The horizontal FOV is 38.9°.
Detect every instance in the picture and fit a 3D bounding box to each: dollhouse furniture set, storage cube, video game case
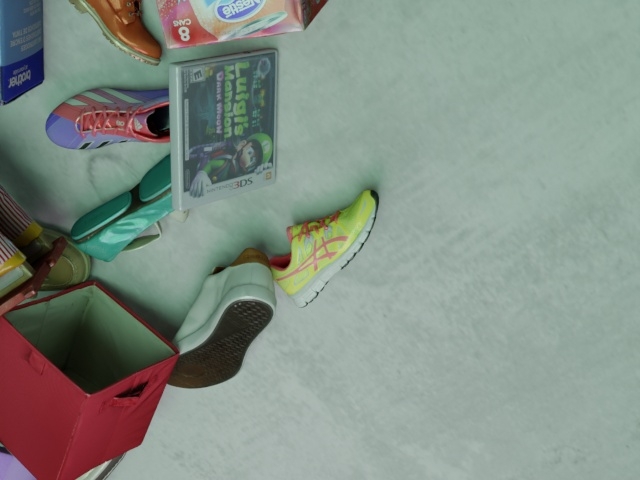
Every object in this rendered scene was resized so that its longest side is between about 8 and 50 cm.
[{"bbox_3d":[-0.549,0.055,1.215,0.374,0.152,0.201,-33,110,18],"label":"dollhouse furniture set"},{"bbox_3d":[-0.351,0.205,1.294,0.215,0.184,0.193,37,119,20],"label":"storage cube"},{"bbox_3d":[-0.124,-0.147,1.185,0.022,0.173,0.190,21,118,38],"label":"video game case"}]

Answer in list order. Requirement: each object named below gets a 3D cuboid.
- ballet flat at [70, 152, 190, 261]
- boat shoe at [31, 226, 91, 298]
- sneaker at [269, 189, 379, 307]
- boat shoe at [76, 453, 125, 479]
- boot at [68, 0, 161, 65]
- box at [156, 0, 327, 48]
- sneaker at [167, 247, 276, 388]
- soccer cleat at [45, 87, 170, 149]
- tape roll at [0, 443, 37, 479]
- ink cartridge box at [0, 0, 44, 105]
[{"bbox_3d":[-0.239,-0.047,1.286,0.247,0.083,0.087,-32,130,17],"label":"ballet flat"},{"bbox_3d":[-0.484,0.034,1.329,0.285,0.089,0.104,5,112,4],"label":"boat shoe"},{"bbox_3d":[0.000,0.000,1.269,0.094,0.081,0.208,39,111,-7],"label":"sneaker"},{"bbox_3d":[-0.414,0.392,1.464,0.324,0.116,0.097,-43,145,11],"label":"boat shoe"},{"bbox_3d":[-0.256,-0.303,1.188,0.084,0.059,0.158,-42,101,14],"label":"boot"},{"bbox_3d":[-0.083,-0.319,1.029,0.154,0.300,0.142,-6,111,8],"label":"box"},{"bbox_3d":[-0.146,0.118,1.336,0.106,0.123,0.290,22,135,-25],"label":"sneaker"},{"bbox_3d":[-0.260,-0.163,1.222,0.248,0.095,0.083,-4,109,6],"label":"soccer cleat"},{"bbox_3d":[-0.550,0.313,1.349,0.275,0.275,0.090,25,79,-4],"label":"tape roll"},{"bbox_3d":[-0.503,-0.334,1.155,0.270,0.151,0.395,8,114,3],"label":"ink cartridge box"}]
